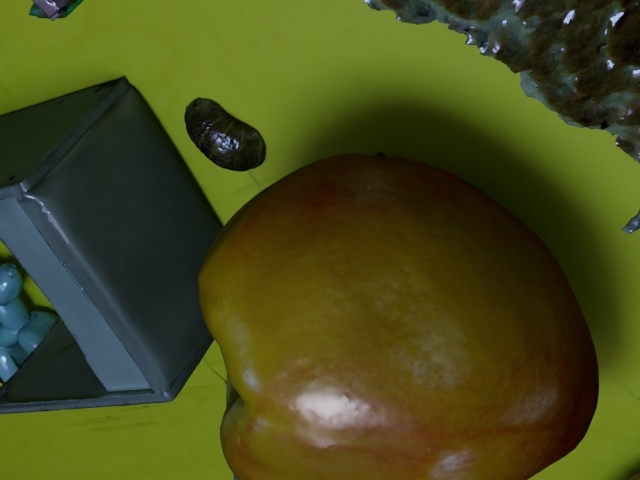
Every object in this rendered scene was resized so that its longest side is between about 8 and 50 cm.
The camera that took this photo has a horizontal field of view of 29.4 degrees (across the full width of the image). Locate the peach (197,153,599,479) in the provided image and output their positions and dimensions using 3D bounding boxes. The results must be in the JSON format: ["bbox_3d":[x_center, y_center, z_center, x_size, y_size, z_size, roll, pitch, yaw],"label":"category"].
[{"bbox_3d":[0.064,0.073,0.951,0.307,0.289,0.289,-9,133,-11],"label":"peach"}]

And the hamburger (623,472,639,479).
[{"bbox_3d":[0.320,0.263,1.098,0.207,0.135,0.155,-18,102,55],"label":"hamburger"}]

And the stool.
[{"bbox_3d":[-0.250,0.015,1.147,0.269,0.170,0.244,-9,123,35],"label":"stool"}]

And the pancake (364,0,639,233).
[{"bbox_3d":[0.222,-0.168,0.728,0.426,0.067,0.305,35,120,-30],"label":"pancake"}]

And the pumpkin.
[{"bbox_3d":[-0.089,-0.087,1.067,0.083,0.028,0.050,37,138,1],"label":"pumpkin"}]

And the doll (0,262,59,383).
[{"bbox_3d":[-0.345,0.081,1.340,0.158,0.059,0.159,43,137,-12],"label":"doll"}]

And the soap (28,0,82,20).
[{"bbox_3d":[-0.226,-0.314,0.890,0.273,0.098,0.218,47,135,-16],"label":"soap"}]

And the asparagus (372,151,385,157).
[{"bbox_3d":[0.000,0.000,1.097,0.248,0.025,0.024,-50,53,47],"label":"asparagus"}]

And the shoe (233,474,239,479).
[{"bbox_3d":[0.007,0.316,1.321,0.251,0.100,0.103,27,136,9],"label":"shoe"}]
